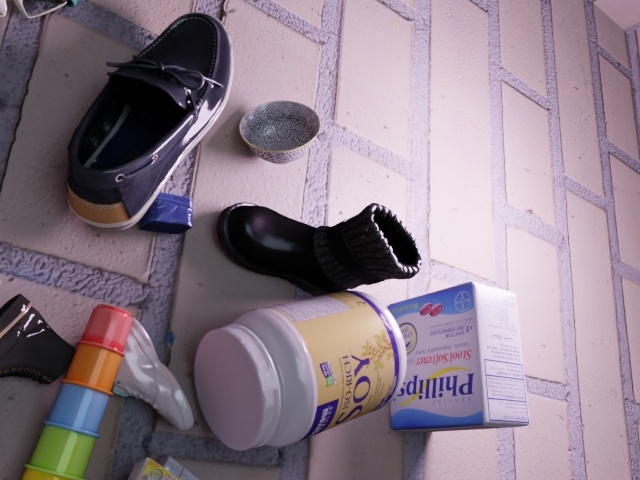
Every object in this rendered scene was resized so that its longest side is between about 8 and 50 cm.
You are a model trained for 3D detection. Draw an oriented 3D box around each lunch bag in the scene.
[{"bbox_3d":[-0.277,-0.053,1.188,0.099,0.067,0.065,9,70,-38],"label":"lunch bag"}]

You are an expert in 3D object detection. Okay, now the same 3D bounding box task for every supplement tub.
[{"bbox_3d":[-0.033,0.228,1.184,0.331,0.241,0.240,-8,81,-42],"label":"supplement tub"}]

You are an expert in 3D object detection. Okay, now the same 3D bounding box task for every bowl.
[{"bbox_3d":[-0.083,-0.213,1.381,0.080,0.170,0.170,87,28,-47],"label":"bowl"}]

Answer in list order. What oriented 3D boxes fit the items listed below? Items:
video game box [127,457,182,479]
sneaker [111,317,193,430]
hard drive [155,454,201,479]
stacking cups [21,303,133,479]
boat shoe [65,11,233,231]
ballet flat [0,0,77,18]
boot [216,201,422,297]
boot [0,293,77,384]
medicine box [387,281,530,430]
[{"bbox_3d":[-0.227,0.460,0.976,0.205,0.048,0.187,44,38,-20],"label":"video game box"},{"bbox_3d":[-0.295,0.237,1.080,0.094,0.080,0.212,-34,91,-30],"label":"sneaker"},{"bbox_3d":[-0.191,0.554,1.068,0.353,0.047,0.233,47,51,-19],"label":"hard drive"},{"bbox_3d":[-0.364,0.253,0.981,0.096,0.096,0.316,28,61,-30],"label":"stacking cups"},{"bbox_3d":[-0.288,-0.248,1.155,0.187,0.156,0.500,19,59,6],"label":"boat shoe"},{"bbox_3d":[-0.520,-0.419,1.100,0.247,0.083,0.087,-20,103,-41],"label":"ballet flat"},{"bbox_3d":[0.001,-0.003,1.277,0.348,0.260,0.131,26,60,-32],"label":"boot"},{"bbox_3d":[-0.453,0.193,0.954,0.137,0.077,0.197,50,51,-23],"label":"boot"},{"bbox_3d":[0.290,0.265,1.430,0.149,0.264,0.289,15,66,-36],"label":"medicine box"}]
